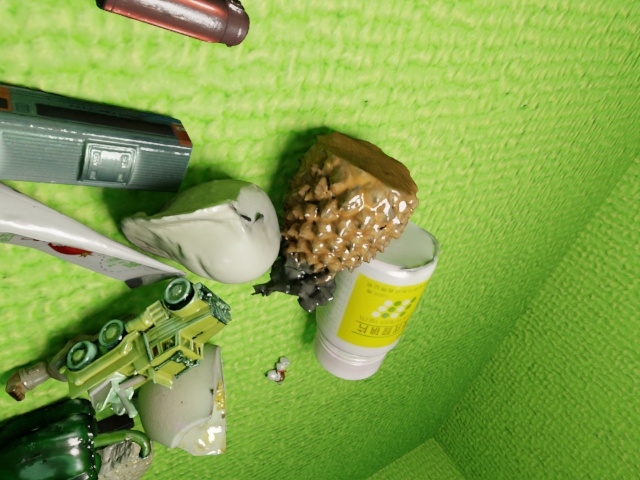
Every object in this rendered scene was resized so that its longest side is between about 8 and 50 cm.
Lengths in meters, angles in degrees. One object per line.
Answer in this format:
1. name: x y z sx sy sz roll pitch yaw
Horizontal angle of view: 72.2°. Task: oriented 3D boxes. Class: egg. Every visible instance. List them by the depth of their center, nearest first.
1. egg: -0.282 0.324 0.900 0.162 0.206 0.271 -2 149 -8

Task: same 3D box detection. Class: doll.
1. doll: -0.110 0.352 1.192 0.085 0.040 0.058 -48 133 12

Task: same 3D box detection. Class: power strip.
1. power strip: -0.458 0.402 0.937 0.111 0.038 0.029 -18 137 -28

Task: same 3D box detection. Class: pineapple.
1. pineapple: 0.002 0.001 0.779 0.223 0.223 0.357 5 129 -44

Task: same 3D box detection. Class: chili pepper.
1. chili pepper: -0.458 0.386 0.818 0.261 0.165 0.174 -5 113 -33

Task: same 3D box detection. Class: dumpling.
1. dumpling: -0.176 -0.021 0.654 0.227 0.175 0.243 -5 142 4

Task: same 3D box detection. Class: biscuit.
1. biscuit: -0.506 0.552 1.016 0.281 0.084 0.179 -34 147 -5

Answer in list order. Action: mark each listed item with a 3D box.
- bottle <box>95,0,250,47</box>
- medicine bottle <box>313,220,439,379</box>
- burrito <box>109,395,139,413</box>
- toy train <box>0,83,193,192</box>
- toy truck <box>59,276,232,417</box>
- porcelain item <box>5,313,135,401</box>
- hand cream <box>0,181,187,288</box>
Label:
1. bottle: -0.158 -0.264 0.494 0.164 0.060 0.060 0 128 -42
2. medicine bottle: 0.106 0.132 1.005 0.213 0.213 0.378 -14 136 -31
3. burrito: -0.370 0.363 0.972 0.185 0.041 0.045 17 125 -46
4. toy train: -0.345 -0.113 0.466 0.409 0.089 0.086 -1 133 -41
5. toy truck: -0.262 0.182 0.703 0.259 0.135 0.128 -36 144 -3
6. porcelain item: -0.414 0.199 0.751 0.213 0.054 0.084 -24 139 -22
7. hand cream: -0.341 0.003 0.588 0.121 0.076 0.336 -9 154 26
